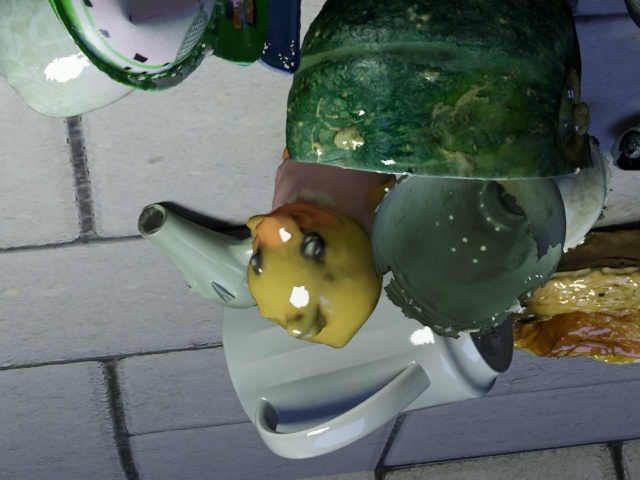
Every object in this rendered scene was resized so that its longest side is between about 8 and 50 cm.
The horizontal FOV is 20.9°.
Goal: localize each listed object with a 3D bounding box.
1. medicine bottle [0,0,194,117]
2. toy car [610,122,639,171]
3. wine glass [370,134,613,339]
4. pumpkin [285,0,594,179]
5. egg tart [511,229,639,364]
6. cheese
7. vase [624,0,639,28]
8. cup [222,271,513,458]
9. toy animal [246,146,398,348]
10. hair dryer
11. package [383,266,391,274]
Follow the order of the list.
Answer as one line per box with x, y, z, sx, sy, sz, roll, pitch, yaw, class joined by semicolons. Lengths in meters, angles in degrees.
-0.190;-0.191;1.470;0.143;0.147;0.147;-21;156;27;medicine bottle
0.425;-0.128;2.002;0.095;0.056;0.205;12;156;-43;toy car
0.184;-0.026;1.841;0.190;0.190;0.357;-17;-171;24;wine glass
0.110;-0.163;1.582;0.263;0.197;0.293;4;-173;24;pumpkin
0.402;0.072;2.411;0.352;0.150;0.352;-1;159;-1;egg tart
-0.115;-0.210;1.372;0.083;0.204;0.320;-8;167;39;cheese
0.321;-0.270;1.481;0.251;0.156;0.301;-35;164;0;vase
0.059;0.142;2.245;0.327;0.323;0.237;-15;123;24;cup
0.001;0.004;1.859;0.195;0.281;0.169;-17;116;25;toy animal
-0.096;-0.019;2.119;0.229;0.092;0.267;18;134;-39;hair dryer
0.107;-0.034;1.979;0.022;0.200;0.083;38;139;-15;package
